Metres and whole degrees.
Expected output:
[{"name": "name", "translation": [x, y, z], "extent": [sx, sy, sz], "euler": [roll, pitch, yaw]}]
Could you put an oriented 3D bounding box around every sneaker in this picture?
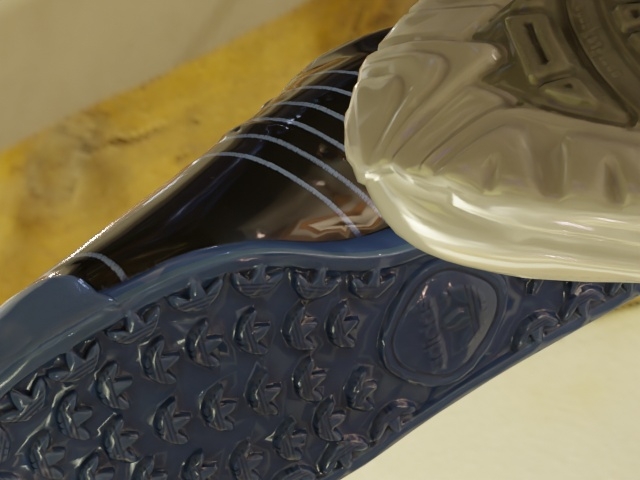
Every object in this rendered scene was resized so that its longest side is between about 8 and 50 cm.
[{"name": "sneaker", "translation": [0.121, -0.006, 0.374], "extent": [0.232, 0.115, 0.090], "euler": [-1, -131, 4]}, {"name": "sneaker", "translation": [0.000, 0.000, 0.519], "extent": [0.090, 0.232, 0.081], "euler": [40, -36, 49]}]
